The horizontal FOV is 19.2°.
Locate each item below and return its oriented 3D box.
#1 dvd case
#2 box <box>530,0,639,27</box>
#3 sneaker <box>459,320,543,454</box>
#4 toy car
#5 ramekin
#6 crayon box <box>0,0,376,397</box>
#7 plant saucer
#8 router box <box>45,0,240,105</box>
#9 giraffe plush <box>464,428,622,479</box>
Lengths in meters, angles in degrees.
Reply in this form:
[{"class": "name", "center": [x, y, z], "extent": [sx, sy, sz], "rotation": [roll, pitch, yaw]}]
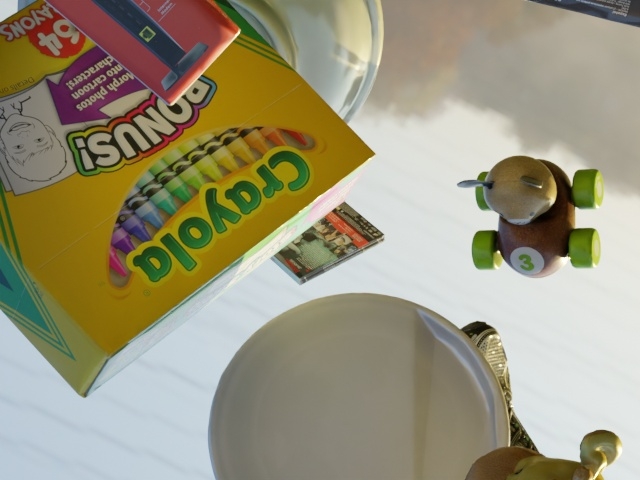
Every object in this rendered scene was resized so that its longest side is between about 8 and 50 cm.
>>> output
[{"class": "dvd case", "center": [0.000, 0.000, 2.132], "extent": [0.119, 0.013, 0.087], "rotation": [-27, -134, -26]}, {"class": "box", "center": [0.325, -0.287, 1.998], "extent": [0.395, 0.097, 0.318], "rotation": [11, -168, -14]}, {"class": "sneaker", "center": [0.227, 0.261, 2.290], "extent": [0.146, 0.343, 0.134], "rotation": [-3, -167, 45]}, {"class": "toy car", "center": [0.243, -0.042, 2.288], "extent": [0.155, 0.149, 0.188], "rotation": [-1, 166, 23]}, {"class": "ramekin", "center": [0.038, 0.193, 1.747], "extent": [0.273, 0.273, 0.127], "rotation": [31, 163, 16]}, {"class": "crayon box", "center": [-0.182, -0.081, 1.752], "extent": [0.313, 0.106, 0.363], "rotation": [45, -125, 10]}, {"class": "plant saucer", "center": [-0.134, -0.208, 2.031], "extent": [0.400, 0.400, 0.100], "rotation": [26, -146, -14]}, {"class": "router box", "center": [-0.238, -0.278, 1.460], "extent": [0.301, 0.082, 0.335], "rotation": [40, -174, -35]}, {"class": "giraffe plush", "center": [0.164, 0.217, 1.373], "extent": [0.210, 0.181, 0.170], "rotation": [0, 149, 25]}]
